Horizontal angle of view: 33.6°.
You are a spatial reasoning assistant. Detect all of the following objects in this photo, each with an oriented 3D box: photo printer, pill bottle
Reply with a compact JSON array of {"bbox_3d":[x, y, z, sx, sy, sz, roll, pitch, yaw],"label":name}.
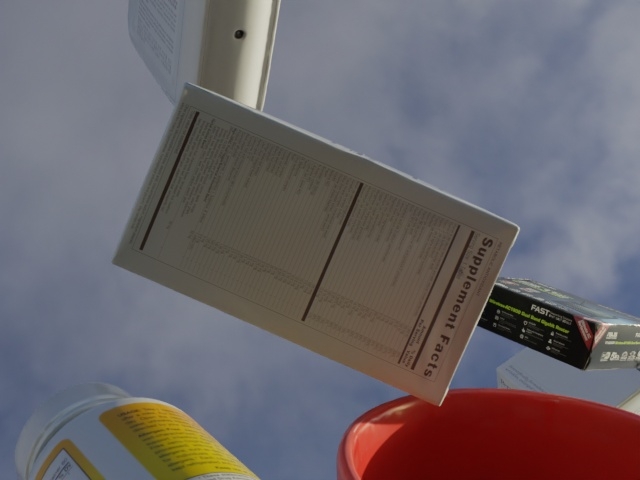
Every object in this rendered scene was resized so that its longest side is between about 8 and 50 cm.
[{"bbox_3d":[-0.135,-0.318,1.215,0.107,0.256,0.307,-11,-48,-27],"label":"photo printer"},{"bbox_3d":[-0.093,0.158,0.587,0.118,0.208,0.117,-13,-67,-32],"label":"pill bottle"}]

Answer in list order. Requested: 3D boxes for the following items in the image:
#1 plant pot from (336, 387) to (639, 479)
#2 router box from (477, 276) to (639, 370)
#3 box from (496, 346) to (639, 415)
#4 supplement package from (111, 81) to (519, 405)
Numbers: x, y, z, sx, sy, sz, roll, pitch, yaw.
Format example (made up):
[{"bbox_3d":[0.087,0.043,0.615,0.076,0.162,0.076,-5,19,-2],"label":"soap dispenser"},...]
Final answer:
[{"bbox_3d":[0.134,0.257,0.686,0.275,0.275,0.243,2,-76,-11],"label":"plant pot"},{"bbox_3d":[0.185,0.064,0.827,0.092,0.122,0.038,6,-79,-45],"label":"router box"},{"bbox_3d":[0.394,0.234,1.618,0.182,0.181,0.119,-31,-46,-21],"label":"box"},{"bbox_3d":[0.000,0.000,0.763,0.244,0.134,0.139,24,-85,3],"label":"supplement package"}]
